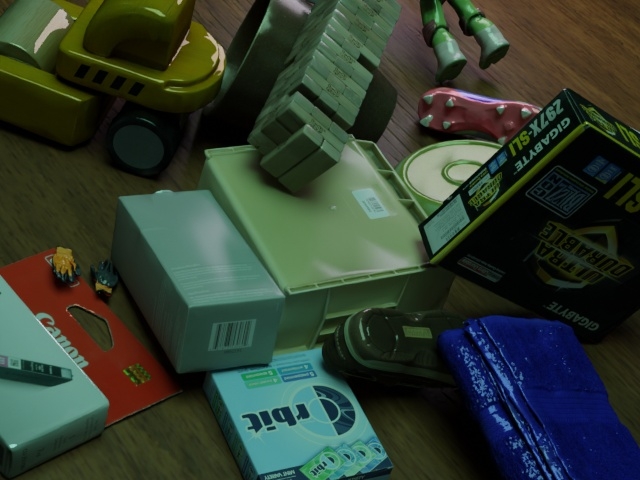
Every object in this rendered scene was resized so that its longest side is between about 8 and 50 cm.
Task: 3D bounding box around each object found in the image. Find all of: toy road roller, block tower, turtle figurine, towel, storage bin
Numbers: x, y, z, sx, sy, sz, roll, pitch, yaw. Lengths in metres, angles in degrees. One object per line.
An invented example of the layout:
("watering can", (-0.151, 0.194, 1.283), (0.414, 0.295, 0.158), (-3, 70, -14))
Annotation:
("toy road roller", (-0.288, -0.265, 1.795), (0.329, 0.240, 0.202), (19, 40, 0))
("block tower", (0.011, -0.218, 1.724), (0.091, 0.097, 0.335), (40, 44, -20))
("turtle figurine", (0.172, -0.377, 2.204), (0.198, 0.274, 0.266), (-4, 62, -56))
("towel", (0.284, 0.221, 1.540), (0.227, 0.076, 0.308), (3, 50, -39))
("storage bin", (0.000, 0.000, 1.702), (0.260, 0.123, 0.262), (-8, 47, -29))

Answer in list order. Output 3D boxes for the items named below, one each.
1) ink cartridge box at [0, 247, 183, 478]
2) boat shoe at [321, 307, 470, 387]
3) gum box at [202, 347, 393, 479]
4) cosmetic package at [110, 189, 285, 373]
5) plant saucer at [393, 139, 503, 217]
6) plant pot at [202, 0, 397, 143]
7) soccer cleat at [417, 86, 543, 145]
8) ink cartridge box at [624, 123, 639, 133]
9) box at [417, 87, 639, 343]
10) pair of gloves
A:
("ink cartridge box", (-0.321, 0.110, 1.507), (0.239, 0.060, 0.275), (-24, 56, -37))
("boat shoe", (0.108, 0.135, 1.614), (0.257, 0.095, 0.095), (17, 53, -38))
("gum box", (-0.028, 0.210, 1.518), (0.157, 0.041, 0.184), (-7, 46, -27))
("cosmetic package", (-0.150, 0.042, 1.581), (0.127, 0.107, 0.238), (-4, 33, -27))
("plant saucer", (0.205, -0.081, 1.878), (0.241, 0.037, 0.241), (-2, 34, 1))
("plant pot", (-0.015, -0.218, 1.897), (0.230, 0.215, 0.215), (27, 39, -13))
("soccer cleat", (0.266, -0.180, 2.009), (0.248, 0.083, 0.095), (15, 22, 20))
("ink cartridge box", (0.417, -0.064, 1.974), (0.165, 0.065, 0.332), (32, 41, 16))
("box", (0.322, -0.020, 1.654), (0.322, 0.257, 0.079), (26, 31, -36))
("pair of gloves", (-0.284, 0.036, 1.623), (0.083, 0.010, 0.074), (19, 26, -17))
